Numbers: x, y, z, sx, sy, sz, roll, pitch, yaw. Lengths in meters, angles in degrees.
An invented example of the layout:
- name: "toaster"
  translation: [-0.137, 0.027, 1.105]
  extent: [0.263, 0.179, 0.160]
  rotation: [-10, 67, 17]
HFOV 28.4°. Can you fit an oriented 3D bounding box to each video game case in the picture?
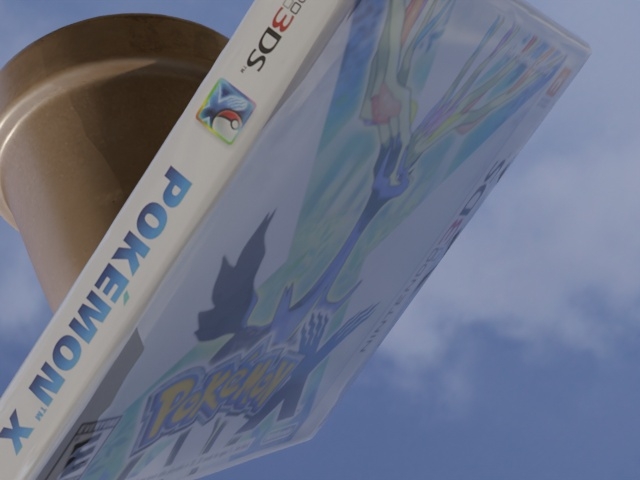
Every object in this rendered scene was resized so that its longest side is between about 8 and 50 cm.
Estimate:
- name: "video game case"
  translation: [0.000, 0.000, 0.617]
  extent: [0.036, 0.300, 0.329]
  rotation: [40, -165, 19]

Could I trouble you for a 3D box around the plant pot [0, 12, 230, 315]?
- name: "plant pot"
  translation: [-0.148, -0.021, 1.062]
  extent: [0.263, 0.263, 0.229]
  rotation: [2, -131, -24]
